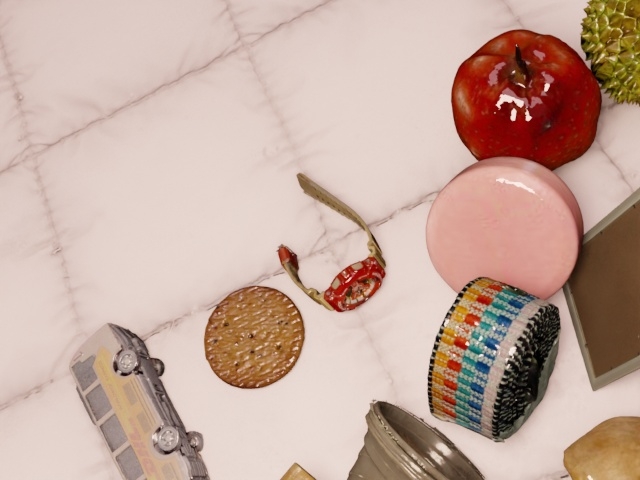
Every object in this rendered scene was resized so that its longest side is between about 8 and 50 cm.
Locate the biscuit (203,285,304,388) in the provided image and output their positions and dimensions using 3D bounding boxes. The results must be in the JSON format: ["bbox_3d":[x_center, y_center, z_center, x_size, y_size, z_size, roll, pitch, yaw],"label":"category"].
[{"bbox_3d":[-0.118,0.170,1.390,0.187,0.027,0.188,-5,68,14],"label":"biscuit"}]

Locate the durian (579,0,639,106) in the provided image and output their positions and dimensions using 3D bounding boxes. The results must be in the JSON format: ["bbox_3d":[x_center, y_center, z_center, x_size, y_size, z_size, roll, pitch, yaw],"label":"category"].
[{"bbox_3d":[0.559,-0.355,1.286,0.224,0.291,0.291,-5,60,56],"label":"durian"}]

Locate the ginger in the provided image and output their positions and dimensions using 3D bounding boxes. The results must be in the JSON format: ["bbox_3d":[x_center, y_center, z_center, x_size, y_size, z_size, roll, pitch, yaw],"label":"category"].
[{"bbox_3d":[0.480,0.333,1.103,0.267,0.138,0.152,8,82,33],"label":"ginger"}]

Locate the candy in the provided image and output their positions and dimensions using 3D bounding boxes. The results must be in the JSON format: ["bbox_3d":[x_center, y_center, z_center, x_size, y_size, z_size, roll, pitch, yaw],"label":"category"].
[{"bbox_3d":[0.285,-0.009,1.257,0.255,0.094,0.256,9,113,22],"label":"candy"}]

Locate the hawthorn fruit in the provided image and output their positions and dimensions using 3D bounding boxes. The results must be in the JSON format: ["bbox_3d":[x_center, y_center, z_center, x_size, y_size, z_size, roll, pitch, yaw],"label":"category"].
[{"bbox_3d":[0.334,-0.243,1.285,0.254,0.300,0.254,-7,65,14],"label":"hawthorn fruit"}]

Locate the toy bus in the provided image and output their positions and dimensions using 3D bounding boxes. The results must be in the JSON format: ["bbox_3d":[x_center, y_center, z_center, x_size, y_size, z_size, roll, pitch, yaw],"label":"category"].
[{"bbox_3d":[-0.308,0.307,1.350,0.138,0.097,0.343,-39,65,5],"label":"toy bus"}]

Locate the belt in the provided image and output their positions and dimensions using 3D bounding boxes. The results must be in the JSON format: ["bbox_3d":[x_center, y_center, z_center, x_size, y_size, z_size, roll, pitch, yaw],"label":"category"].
[{"bbox_3d":[0.258,0.176,1.165,0.150,0.258,0.207,25,57,31],"label":"belt"}]

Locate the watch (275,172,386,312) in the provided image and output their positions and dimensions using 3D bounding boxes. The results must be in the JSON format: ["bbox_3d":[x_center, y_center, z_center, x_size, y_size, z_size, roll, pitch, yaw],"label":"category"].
[{"bbox_3d":[0.000,0.008,1.399,0.165,0.102,0.268,-46,56,-5],"label":"watch"}]

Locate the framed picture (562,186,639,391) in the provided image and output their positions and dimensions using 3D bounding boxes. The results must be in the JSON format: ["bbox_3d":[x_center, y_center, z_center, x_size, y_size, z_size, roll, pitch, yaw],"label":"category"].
[{"bbox_3d":[0.450,0.070,1.150,0.019,0.296,0.232,-1,65,-15],"label":"framed picture"}]

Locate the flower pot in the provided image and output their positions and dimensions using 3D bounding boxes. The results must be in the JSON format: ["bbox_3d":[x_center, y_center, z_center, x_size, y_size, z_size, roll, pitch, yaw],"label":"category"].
[{"bbox_3d":[0.128,0.354,1.150,0.235,0.235,0.141,43,98,26],"label":"flower pot"}]

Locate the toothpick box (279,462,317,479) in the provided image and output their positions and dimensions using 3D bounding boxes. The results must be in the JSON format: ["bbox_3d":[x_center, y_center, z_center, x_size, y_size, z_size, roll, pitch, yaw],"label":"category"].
[{"bbox_3d":[-0.071,0.505,1.159,0.187,0.190,0.308,35,77,27],"label":"toothpick box"}]
